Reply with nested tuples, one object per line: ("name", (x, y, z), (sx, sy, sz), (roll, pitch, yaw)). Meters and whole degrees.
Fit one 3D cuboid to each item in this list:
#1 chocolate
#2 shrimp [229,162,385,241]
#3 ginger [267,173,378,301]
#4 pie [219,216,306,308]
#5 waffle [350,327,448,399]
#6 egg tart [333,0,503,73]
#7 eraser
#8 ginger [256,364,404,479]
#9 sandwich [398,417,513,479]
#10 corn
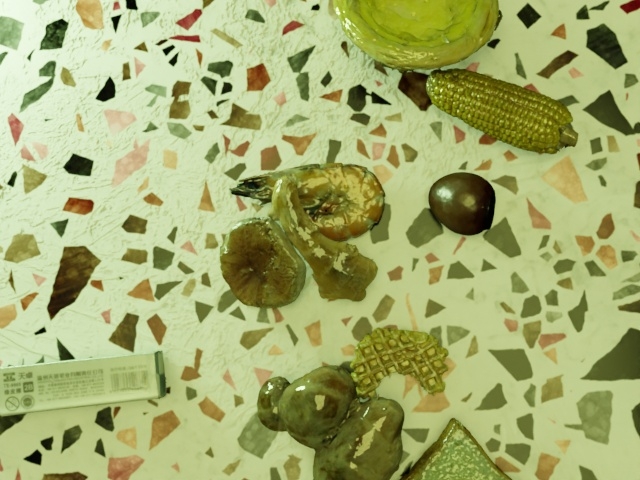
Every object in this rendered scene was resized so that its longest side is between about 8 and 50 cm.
("chocolate", (0.279, -0.076, 1.905), (0.133, 0.127, 0.124), (5, 53, 17))
("shrimp", (-0.026, -0.075, 1.939), (0.316, 0.062, 0.164), (0, 87, 3))
("ginger", (0.000, 0.000, 1.890), (0.131, 0.086, 0.294), (-32, 95, 26))
("pie", (-0.120, 0.051, 1.904), (0.195, 0.046, 0.195), (8, 108, 24))
("waffle", (0.156, 0.249, 1.893), (0.194, 0.051, 0.149), (8, 92, 0))
("egg tart", (0.190, -0.454, 1.906), (0.345, 0.132, 0.345), (0, 60, 1))
("eraser", (-0.515, 0.290, 1.913), (0.403, 0.096, 0.098), (-6, 84, 4))
("ginger", (0.020, 0.354, 1.836), (0.304, 0.155, 0.244), (44, 119, 12))
("sandwich", (0.251, 0.524, 1.833), (0.273, 0.095, 0.249), (-45, 86, -3))
("corn", (0.361, -0.260, 1.906), (0.321, 0.119, 0.119), (21, 85, 11))
